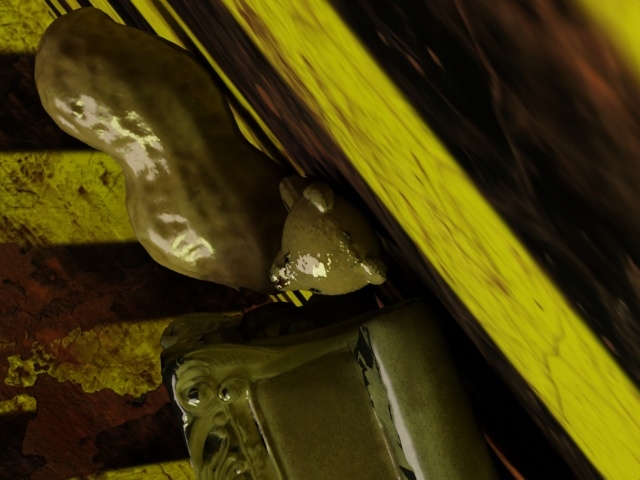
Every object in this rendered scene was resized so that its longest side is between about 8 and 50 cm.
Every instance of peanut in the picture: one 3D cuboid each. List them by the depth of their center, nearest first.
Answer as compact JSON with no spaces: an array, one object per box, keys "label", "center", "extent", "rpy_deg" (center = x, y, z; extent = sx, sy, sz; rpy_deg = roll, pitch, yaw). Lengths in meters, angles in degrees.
[{"label":"peanut","center":[-0.078,-0.044,0.811],"extent":[0.193,0.089,0.089],"rpy_deg":[51,176,-6]}]

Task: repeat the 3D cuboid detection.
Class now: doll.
[{"label":"doll","center":[0.007,-0.005,0.678],"extent":[0.061,0.051,0.093],"rpy_deg":[51,-155,-12]}]

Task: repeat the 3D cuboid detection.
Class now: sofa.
[{"label":"sofa","center":[0.033,0.110,0.771],"extent":[0.258,0.182,0.200],"rpy_deg":[-179,68,-84]}]
